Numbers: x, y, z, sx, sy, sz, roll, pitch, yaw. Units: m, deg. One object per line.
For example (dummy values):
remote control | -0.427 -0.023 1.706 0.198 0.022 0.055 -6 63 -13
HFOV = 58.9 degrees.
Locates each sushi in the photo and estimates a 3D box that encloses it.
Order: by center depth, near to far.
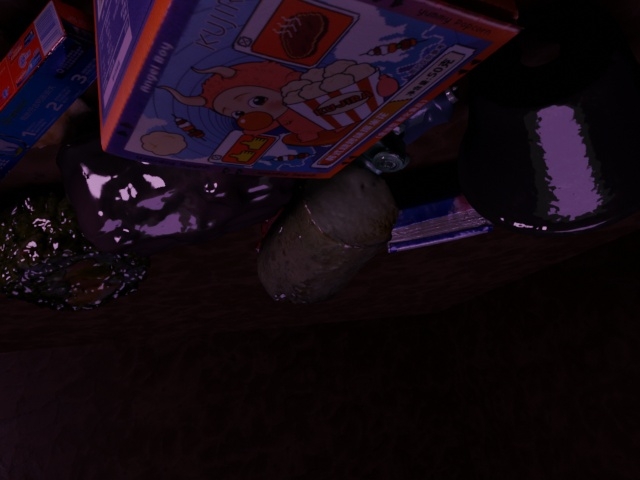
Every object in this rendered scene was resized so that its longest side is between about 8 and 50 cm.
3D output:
sushi | -0.541 0.022 1.275 0.293 0.178 0.352 -22 162 -4

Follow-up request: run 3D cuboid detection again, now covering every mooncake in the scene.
mooncake | -0.226 -0.105 1.003 0.380 0.212 0.350 -22 175 26

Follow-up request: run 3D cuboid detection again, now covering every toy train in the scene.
toy train | 0.052 -0.193 1.044 0.248 0.101 0.159 30 149 -36

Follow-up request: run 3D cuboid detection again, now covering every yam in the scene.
yam | 0.000 0.000 1.093 0.195 0.195 0.300 0 150 -28

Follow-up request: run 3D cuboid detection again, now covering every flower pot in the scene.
flower pot | 0.388 -0.215 0.940 0.378 0.380 0.251 -16 144 19

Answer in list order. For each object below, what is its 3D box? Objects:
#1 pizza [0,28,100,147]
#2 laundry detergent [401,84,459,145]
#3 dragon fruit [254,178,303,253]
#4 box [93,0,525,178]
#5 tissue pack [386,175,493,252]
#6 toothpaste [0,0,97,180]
pizza | -0.580 -0.199 0.772 0.391 0.080 0.435 -13 161 7
laundry detergent | 0.183 -0.240 1.095 0.096 0.061 0.206 26 142 -37
dragon fruit | -0.040 -0.020 1.355 0.330 0.241 0.302 -29 146 32
box | -0.046 -0.255 0.607 0.318 0.257 0.348 3 158 -33
tissue pack | 0.283 -0.075 1.455 0.269 0.137 0.209 -11 -162 5
toothpaste | -0.400 -0.178 0.749 0.320 0.066 0.076 -32 161 25
